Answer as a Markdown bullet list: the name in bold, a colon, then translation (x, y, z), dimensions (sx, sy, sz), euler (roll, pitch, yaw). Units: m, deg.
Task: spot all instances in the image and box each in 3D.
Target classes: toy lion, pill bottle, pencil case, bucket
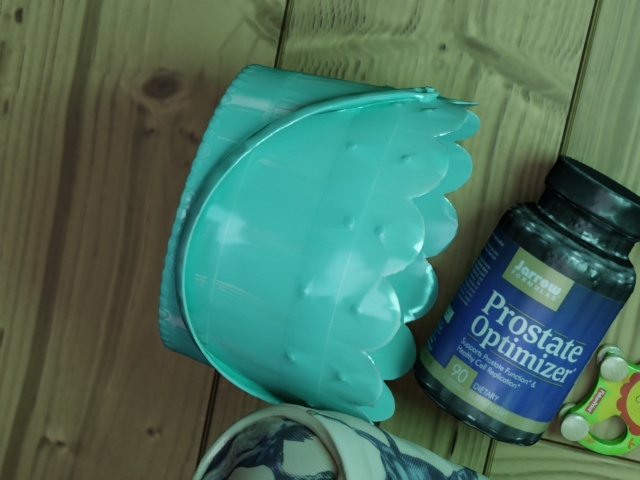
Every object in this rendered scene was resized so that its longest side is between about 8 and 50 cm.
- **toy lion**: translation (0.265, 0.141, 1.364), dimensions (0.096, 0.034, 0.100), euler (30, 104, -6)
- **pill bottle**: translation (0.178, 0.047, 1.307), dimensions (0.123, 0.123, 0.219), euler (30, 102, 2)
- **pencil case**: translation (0.071, 0.252, 1.239), dimensions (0.183, 0.159, 0.410), euler (-31, 140, 30)
- **bucket**: translation (0.000, 0.000, 1.258), dimensions (0.183, 0.281, 0.281), euler (16, 103, 9)
